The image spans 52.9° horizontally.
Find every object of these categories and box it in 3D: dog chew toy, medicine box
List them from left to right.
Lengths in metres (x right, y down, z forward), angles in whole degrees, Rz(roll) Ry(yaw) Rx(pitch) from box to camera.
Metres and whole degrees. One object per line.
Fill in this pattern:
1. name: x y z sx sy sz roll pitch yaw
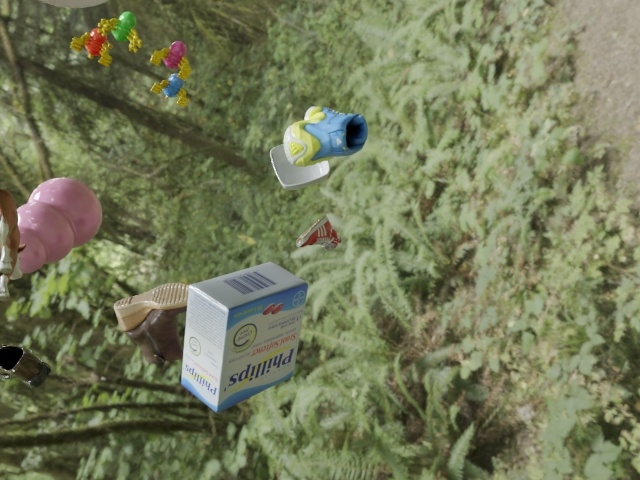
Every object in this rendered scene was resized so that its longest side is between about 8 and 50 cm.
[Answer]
1. dog chew toy: -0.754 -0.032 1.770 0.206 0.207 0.332 -54 4 39
2. medicine box: -0.187 0.230 1.589 0.149 0.263 0.289 27 119 36

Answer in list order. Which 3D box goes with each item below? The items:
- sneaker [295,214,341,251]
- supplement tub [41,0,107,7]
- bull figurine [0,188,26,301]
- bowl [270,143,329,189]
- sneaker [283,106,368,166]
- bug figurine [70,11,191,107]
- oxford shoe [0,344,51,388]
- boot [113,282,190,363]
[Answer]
1. sneaker: 0.000 0.000 1.268 0.042 0.067 0.118 -33 7 37
2. supplement tub: -0.577 -0.717 1.444 0.228 0.228 0.316 156 108 -68
3. bull figurine: -0.679 0.023 1.343 0.310 0.101 0.188 114 150 -49
4. bowl: -0.053 -0.197 1.719 0.053 0.142 0.142 85 166 -59
5. sneaker: 0.029 -0.177 1.091 0.240 0.126 0.091 -57 -39 -62
6. bug figurine: -0.395 -0.410 1.427 0.216 0.279 0.072 -20 48 56
7. oxford shoe: -0.711 0.269 1.477 0.227 0.096 0.083 -1 50 40
8. boot: -0.388 0.218 1.655 0.248 0.207 0.090 -11 34 17
